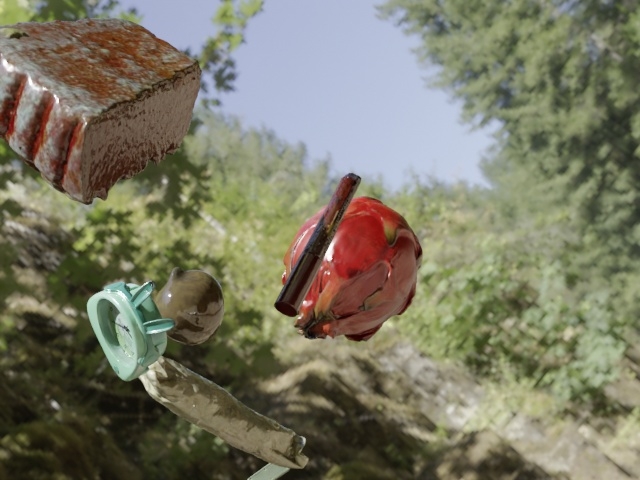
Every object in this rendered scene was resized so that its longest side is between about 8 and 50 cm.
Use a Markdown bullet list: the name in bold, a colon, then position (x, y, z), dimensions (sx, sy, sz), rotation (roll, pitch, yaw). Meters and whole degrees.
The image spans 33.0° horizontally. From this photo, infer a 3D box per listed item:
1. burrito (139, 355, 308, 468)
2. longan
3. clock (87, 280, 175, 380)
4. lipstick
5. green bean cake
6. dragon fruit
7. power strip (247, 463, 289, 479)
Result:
- **burrito**: position (-0.128, 0.228, 1.412), dimensions (0.275, 0.082, 0.059), rotation (35, -86, -29)
- **longan**: position (-0.184, 0.091, 1.517), dimensions (0.113, 0.113, 0.092), rotation (-34, 16, -39)
- **clock**: position (-0.201, 0.091, 1.157), dimensions (0.041, 0.101, 0.135), rotation (-23, -6, -33)
- **lipstick**: position (-0.001, 0.000, 1.087), dimensions (0.027, 0.027, 0.176), rotation (99, -165, -57)
- **green bean cake**: position (-0.215, -0.135, 1.061), dimensions (0.233, 0.198, 0.097), rotation (-24, -37, -54)
- **dragon fruit**: position (0.042, 0.034, 1.363), dimensions (0.172, 0.172, 0.209), rotation (109, -173, -48)
- **power strip**: position (-0.086, 0.376, 1.731), dimensions (0.083, 0.027, 0.017), rotation (-30, -18, -26)
